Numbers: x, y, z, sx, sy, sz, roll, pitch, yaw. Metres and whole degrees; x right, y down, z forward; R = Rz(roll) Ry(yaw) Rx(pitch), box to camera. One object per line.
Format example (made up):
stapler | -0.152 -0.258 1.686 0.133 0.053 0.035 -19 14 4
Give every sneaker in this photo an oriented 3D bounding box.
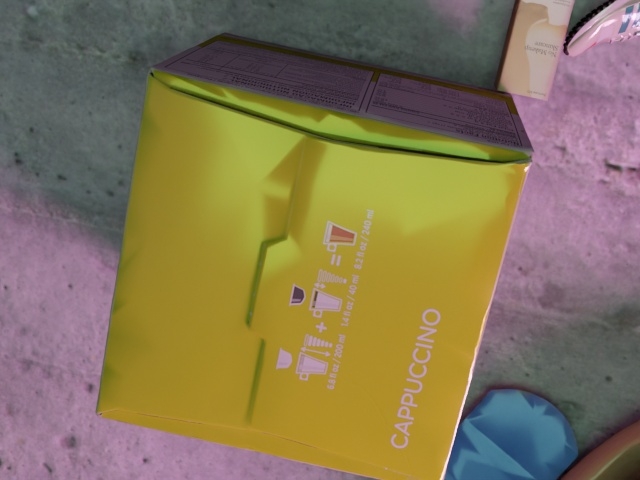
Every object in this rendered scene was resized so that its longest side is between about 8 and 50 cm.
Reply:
sneaker | 0.338 -0.232 1.078 0.161 0.057 0.075 -37 94 12

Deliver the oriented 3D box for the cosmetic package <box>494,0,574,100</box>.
cosmetic package | 0.231 -0.214 1.103 0.060 0.041 0.115 11 107 2

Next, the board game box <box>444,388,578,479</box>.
board game box | 0.227 0.257 1.253 0.133 0.033 0.169 39 102 -1

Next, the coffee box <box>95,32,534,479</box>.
coffee box | 0.000 0.000 1.038 0.338 0.334 0.338 13 108 2

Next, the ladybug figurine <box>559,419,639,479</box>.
ladybug figurine | 0.372 0.377 1.144 0.449 0.305 0.162 -44 117 7
